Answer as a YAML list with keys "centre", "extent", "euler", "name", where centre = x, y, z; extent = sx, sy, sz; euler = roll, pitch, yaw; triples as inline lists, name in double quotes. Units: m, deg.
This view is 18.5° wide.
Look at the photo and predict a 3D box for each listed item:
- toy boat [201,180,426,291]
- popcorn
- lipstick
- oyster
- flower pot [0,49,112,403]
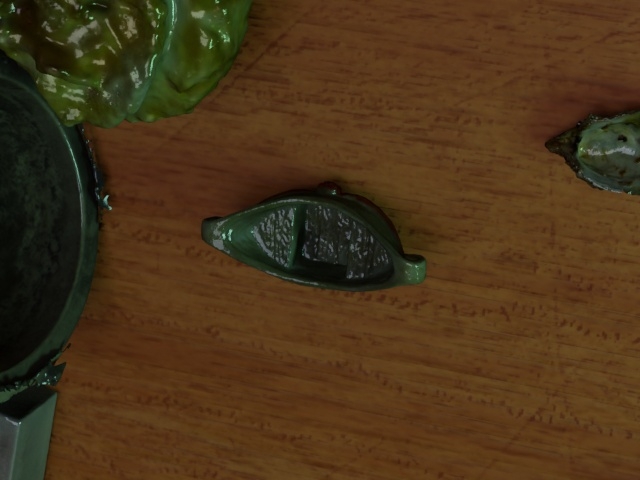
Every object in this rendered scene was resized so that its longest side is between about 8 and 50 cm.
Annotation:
- centre: [0.001, 0.000, 1.540]
  extent: [0.185, 0.071, 0.089]
  euler: [10, 110, 17]
  name: "toy boat"
- centre: [-0.149, -0.195, 1.467]
  extent: [0.204, 0.183, 0.221]
  euler: [-11, 115, 15]
  name: "popcorn"
- centre: [-0.309, 0.296, 1.753]
  extent: [0.080, 0.076, 0.371]
  euler: [20, 114, 15]
  name: "lipstick"
- centre: [0.237, -0.070, 1.453]
  extent: [0.132, 0.029, 0.086]
  euler: [28, 109, 13]
  name: "oyster"
- centre: [-0.350, -0.017, 1.573]
  extent: [0.259, 0.290, 0.290]
  euler: [3, 109, 33]
  name: "flower pot"
